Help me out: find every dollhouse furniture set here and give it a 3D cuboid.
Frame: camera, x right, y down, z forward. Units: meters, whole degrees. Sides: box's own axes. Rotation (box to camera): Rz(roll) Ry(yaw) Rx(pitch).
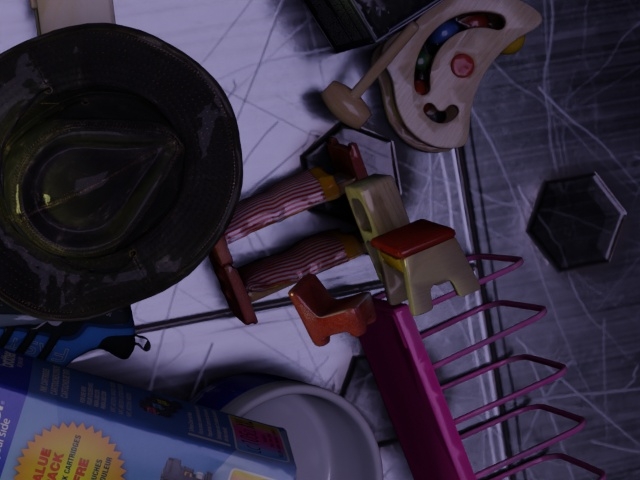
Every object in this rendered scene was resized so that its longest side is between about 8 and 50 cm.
[{"bbox_3d":[0.000,0.000,1.783,0.201,0.374,0.152,-24,101,-11],"label":"dollhouse furniture set"}]

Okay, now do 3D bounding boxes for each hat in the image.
[{"bbox_3d":[-0.225,-0.072,1.659,0.331,0.134,0.331,0,92,-17],"label":"hat"}]

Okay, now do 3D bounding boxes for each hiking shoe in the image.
[{"bbox_3d":[-0.353,0.117,1.847,0.304,0.113,0.132,-16,107,-3],"label":"hiking shoe"}]

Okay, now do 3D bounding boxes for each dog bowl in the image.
[{"bbox_3d":[-0.062,0.287,1.869,0.265,0.104,0.265,-5,98,-35],"label":"dog bowl"}]

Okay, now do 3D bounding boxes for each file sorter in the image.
[{"bbox_3d":[0.186,0.175,1.916,0.182,0.202,0.291,-23,97,-13],"label":"file sorter"}]

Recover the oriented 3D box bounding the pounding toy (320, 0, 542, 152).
[{"bbox_3d":[0.148,-0.193,1.913,0.269,0.155,0.154,-39,95,-8],"label":"pounding toy"}]

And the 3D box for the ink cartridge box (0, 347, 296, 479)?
[{"bbox_3d":[-0.254,0.280,1.662,0.395,0.151,0.270,17,96,-9],"label":"ink cartridge box"}]

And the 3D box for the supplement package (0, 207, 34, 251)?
[{"bbox_3d":[-0.442,-0.091,1.774,0.262,0.198,0.199,2,91,-11],"label":"supplement package"}]

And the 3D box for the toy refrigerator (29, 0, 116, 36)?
[{"bbox_3d":[-0.289,-0.306,1.846,0.094,0.102,0.270,-7,94,-11],"label":"toy refrigerator"}]

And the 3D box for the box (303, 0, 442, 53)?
[{"bbox_3d":[0.072,-0.302,1.867,0.153,0.207,0.108,-34,99,-7],"label":"box"}]
